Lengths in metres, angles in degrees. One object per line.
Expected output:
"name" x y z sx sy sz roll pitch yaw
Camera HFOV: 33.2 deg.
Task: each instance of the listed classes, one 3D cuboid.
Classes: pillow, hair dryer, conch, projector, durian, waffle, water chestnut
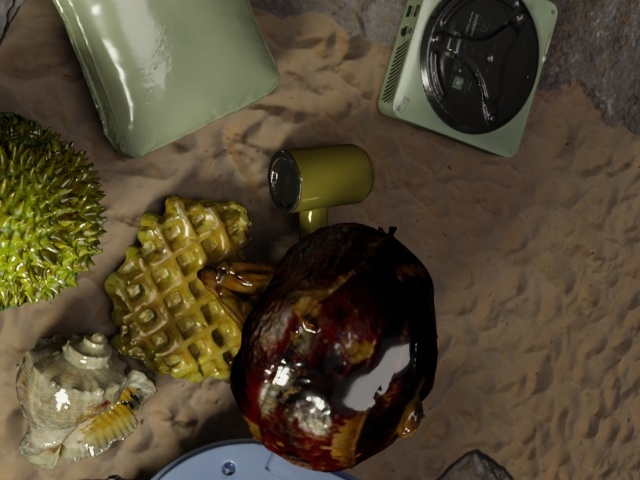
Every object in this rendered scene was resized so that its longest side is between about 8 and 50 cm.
"pillow" -0.204 -0.290 1.347 0.255 0.119 0.322 -29 113 -25
"hair dryer" 0.000 0.000 1.561 0.134 0.090 0.279 -9 110 -33
"conch" -0.305 0.203 1.360 0.178 0.163 0.245 19 118 -18
"projector" 0.236 -0.281 1.652 0.259 0.079 0.257 15 91 -32
"durian" -0.379 -0.019 1.215 0.291 0.291 0.225 -16 121 -29
"waffle" -0.163 0.067 1.480 0.291 0.051 0.291 -8 105 -30
"water chestnut" -0.008 0.124 1.416 0.335 0.346 0.335 19 90 -76

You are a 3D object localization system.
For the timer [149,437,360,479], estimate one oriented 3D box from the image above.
"timer" -0.121 0.452 1.440 0.394 0.173 0.395 2 66 -5
